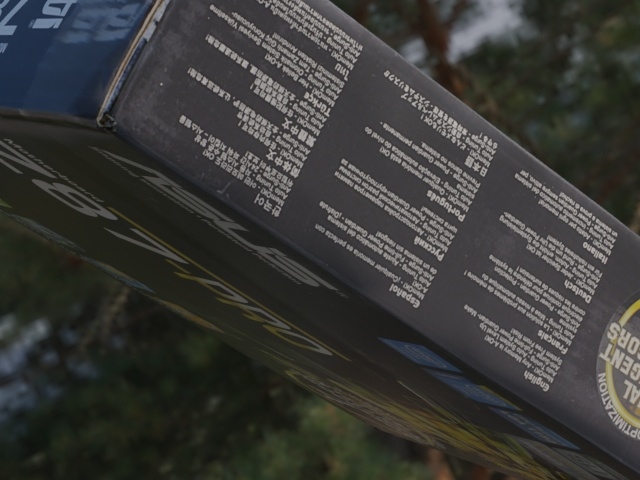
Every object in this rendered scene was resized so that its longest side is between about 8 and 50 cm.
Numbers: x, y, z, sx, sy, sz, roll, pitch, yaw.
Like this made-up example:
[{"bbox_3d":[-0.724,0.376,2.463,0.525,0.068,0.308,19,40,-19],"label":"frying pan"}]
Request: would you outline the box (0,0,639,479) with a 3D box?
[{"bbox_3d":[0.000,0.000,0.827,0.318,0.395,0.097,9,69,55],"label":"box"}]
